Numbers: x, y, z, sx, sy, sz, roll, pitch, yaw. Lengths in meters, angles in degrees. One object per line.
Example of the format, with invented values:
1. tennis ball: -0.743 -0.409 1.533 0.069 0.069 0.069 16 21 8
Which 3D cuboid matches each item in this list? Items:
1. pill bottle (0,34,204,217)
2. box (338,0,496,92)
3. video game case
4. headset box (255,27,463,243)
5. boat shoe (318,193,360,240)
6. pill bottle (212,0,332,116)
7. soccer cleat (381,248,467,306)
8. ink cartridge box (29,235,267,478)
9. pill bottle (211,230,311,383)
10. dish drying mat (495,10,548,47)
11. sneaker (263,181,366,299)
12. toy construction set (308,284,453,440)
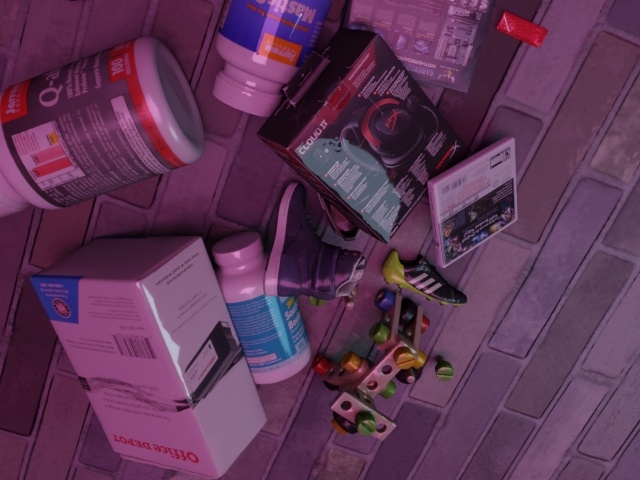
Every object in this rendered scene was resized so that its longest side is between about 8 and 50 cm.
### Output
1. pill bottle: -0.390 -0.171 1.075 0.362 0.210 0.210 -18 111 7
2. box: 0.153 -0.357 1.082 0.232 0.059 0.184 12 112 -6
3. video game case: 0.267 -0.067 1.154 0.190 0.022 0.173 -30 127 -23
4. headset box: 0.060 -0.169 1.047 0.293 0.110 0.218 40 86 -38
5. boat shoe: 0.030 -0.112 1.174 0.083 0.079 0.233 -11 111 6
6. pill bottle: -0.075 -0.338 1.039 0.152 0.152 0.272 19 110 -8
7. soccer cleat: 0.203 0.072 1.262 0.178 0.060 0.072 21 98 -8
8. ink cartridge box: -0.297 0.201 1.195 0.285 0.166 0.395 0 117 34
9. pill bottle: -0.116 0.120 1.230 0.146 0.146 0.264 -14 112 5
10. dish drying mat: 0.336 -0.351 1.113 0.083 0.008 0.032 21 110 -8
11. sneaker: 0.000 0.002 1.150 0.163 0.226 0.086 4 149 7
12. toy construction set: 0.086 0.209 1.219 0.257 0.237 0.309 -22 110 9
